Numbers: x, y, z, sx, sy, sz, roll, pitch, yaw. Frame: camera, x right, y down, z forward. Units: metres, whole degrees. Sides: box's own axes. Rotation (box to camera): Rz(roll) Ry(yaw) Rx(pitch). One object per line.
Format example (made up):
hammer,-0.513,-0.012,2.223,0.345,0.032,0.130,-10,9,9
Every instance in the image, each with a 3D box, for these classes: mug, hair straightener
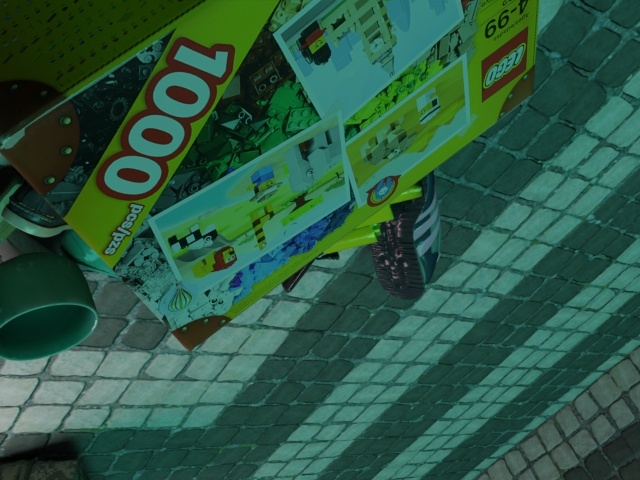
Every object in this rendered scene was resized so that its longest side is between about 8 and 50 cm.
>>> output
mug,-0.355,0.068,0.884,0.129,0.097,0.158,-24,152,-9
hair straightener,0.000,0.000,1.176,0.089,0.047,0.230,14,123,-43

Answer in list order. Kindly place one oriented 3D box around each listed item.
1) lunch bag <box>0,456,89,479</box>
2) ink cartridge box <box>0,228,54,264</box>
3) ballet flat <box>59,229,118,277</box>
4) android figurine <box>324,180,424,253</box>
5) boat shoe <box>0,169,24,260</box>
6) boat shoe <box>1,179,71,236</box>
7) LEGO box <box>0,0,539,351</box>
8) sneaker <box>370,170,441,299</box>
lunch bag,-0.563,0.550,1.342,0.256,0.212,0.305,-2,137,-5
ink cartridge box,-0.470,0.032,0.905,0.181,0.056,0.224,-32,145,4
ballet flat,-0.244,0.025,1.014,0.087,0.083,0.247,-46,141,10
android figurine,0.002,-0.075,1.013,0.273,0.056,0.248,-13,137,7
boat shoe,-0.403,0.007,0.841,0.190,0.068,0.072,-49,140,-17
boat shoe,-0.295,-0.055,0.819,0.075,0.206,0.065,28,98,-9
LEGO box,-0.034,-0.173,0.708,0.500,0.193,0.372,-37,148,-9
sneaker,0.140,-0.061,1.155,0.131,0.112,0.319,-53,149,-43
